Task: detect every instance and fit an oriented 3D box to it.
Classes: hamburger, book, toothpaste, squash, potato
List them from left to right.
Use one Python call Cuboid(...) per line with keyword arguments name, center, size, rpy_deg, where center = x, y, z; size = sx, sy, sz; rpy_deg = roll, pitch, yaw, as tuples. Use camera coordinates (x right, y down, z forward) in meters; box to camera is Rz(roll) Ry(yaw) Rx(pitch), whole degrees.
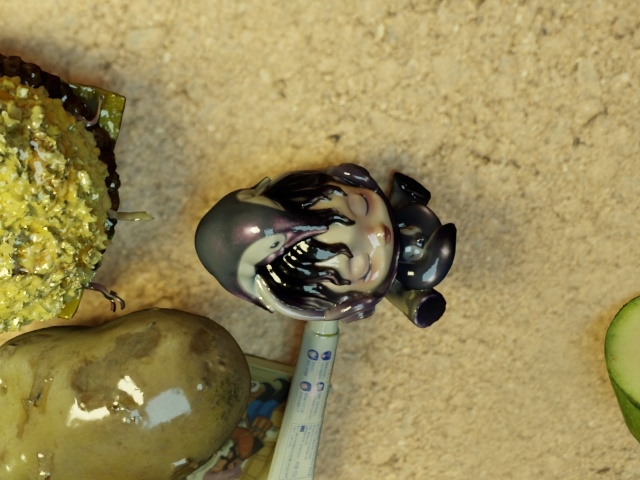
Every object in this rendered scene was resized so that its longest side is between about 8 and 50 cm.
Cuboid(name="hamburger", center=(-0.258, -0.024, 0.932), size=(0.261, 0.139, 0.243), rpy_deg=(4, 115, -21))
Cuboid(name="potato", center=(-0.181, 0.146, 1.021), size=(0.262, 0.165, 0.165), rpy_deg=(-12, 122, 11))
Cuboid(name="book", center=(-0.129, 0.222, 1.171), size=(0.202, 0.027, 0.264), rpy_deg=(17, 109, -27))
Cuboid(name="toothpaste", center=(-0.015, 0.156, 1.146), size=(0.052, 0.033, 0.218), rpy_deg=(2, 117, -19))
Cuboid(name="squash", center=(0.373, 0.144, 1.239), size=(0.170, 0.170, 0.123), rpy_deg=(-21, 133, -9))

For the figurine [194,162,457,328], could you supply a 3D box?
Cuboid(name="figurine", center=(0.000, 0.000, 1.056), size=(0.222, 0.145, 0.145), rpy_deg=(9, 113, -35))
